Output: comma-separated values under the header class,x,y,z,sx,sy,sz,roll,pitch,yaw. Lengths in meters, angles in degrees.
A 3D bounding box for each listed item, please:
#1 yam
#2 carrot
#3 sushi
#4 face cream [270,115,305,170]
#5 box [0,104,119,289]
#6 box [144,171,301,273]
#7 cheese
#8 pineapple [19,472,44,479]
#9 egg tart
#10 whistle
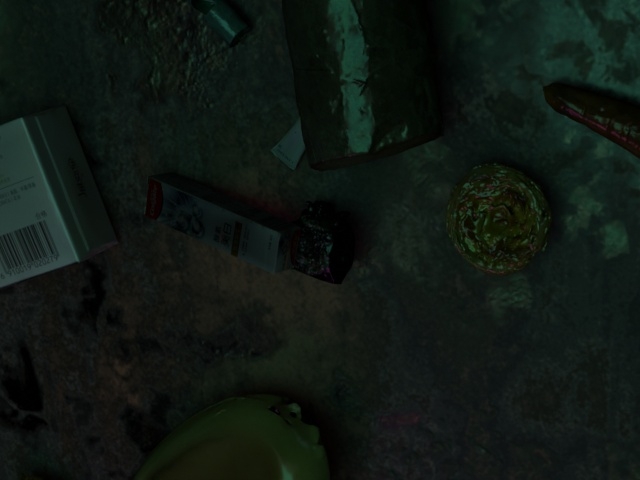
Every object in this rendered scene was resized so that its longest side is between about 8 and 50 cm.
class,x,y,z,sx,sy,sz,roll,pitch,yaw
yam,0.044,-0.209,1.492,0.161,0.161,0.268,-4,101,23
carrot,0.330,-0.118,1.458,0.209,0.061,0.061,30,114,16
sushi,0.000,0.000,1.606,0.083,0.056,0.085,29,113,51
face cream,-0.016,-0.134,1.610,0.038,0.020,0.115,41,118,6
box,-0.415,-0.038,1.748,0.260,0.111,0.195,-16,98,27
box,-0.120,-0.023,1.639,0.218,0.039,0.055,22,113,34
cheese,-0.101,0.328,1.718,0.259,0.128,0.316,43,114,8
pineapple,-0.368,0.457,1.847,0.139,0.164,0.250,7,104,12
egg tart,0.202,-0.027,1.538,0.128,0.049,0.129,7,106,26
whistle,-0.156,-0.305,1.607,0.186,0.039,0.039,48,116,3
